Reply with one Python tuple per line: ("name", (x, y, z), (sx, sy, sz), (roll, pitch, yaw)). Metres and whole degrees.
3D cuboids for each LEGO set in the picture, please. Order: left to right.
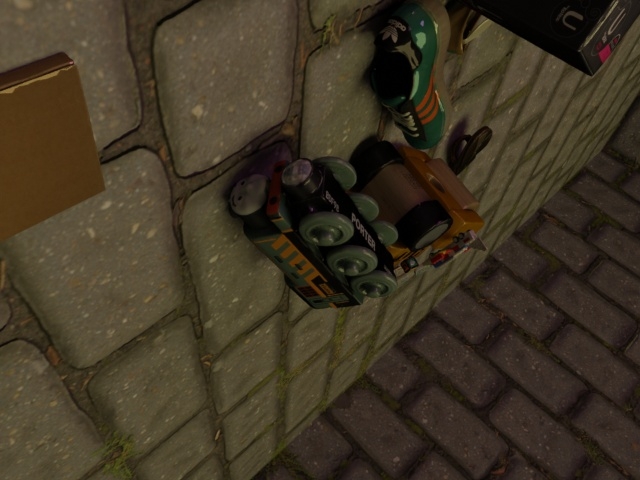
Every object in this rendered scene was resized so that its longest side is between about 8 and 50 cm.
("LEGO set", (0.209, 0.051, 1.099), (0.182, 0.060, 0.244), (-29, 166, 2))

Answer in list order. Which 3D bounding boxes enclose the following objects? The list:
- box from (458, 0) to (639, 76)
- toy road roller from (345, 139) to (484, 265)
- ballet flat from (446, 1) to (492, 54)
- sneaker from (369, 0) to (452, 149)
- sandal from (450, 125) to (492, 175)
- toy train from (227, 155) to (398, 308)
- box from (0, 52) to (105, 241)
("box", (0.295, -0.366, 0.804), (0.165, 0.270, 0.143), (-5, 131, -59))
("toy road roller", (0.149, -0.042, 1.161), (0.240, 0.202, 0.329), (-45, 159, 28))
("ballet flat", (0.279, -0.407, 0.965), (0.232, 0.073, 0.080), (-53, 158, 9))
("sneaker", (0.136, -0.241, 0.938), (0.121, 0.108, 0.302), (-42, 148, -15))
("sandal", (0.353, -0.223, 1.423), (0.090, 0.060, 0.219), (-40, 171, -6))
("toy train", (0.000, 0.000, 0.910), (0.190, 0.142, 0.334), (-12, 145, 24))
("box", (-0.300, -0.062, 0.524), (0.201, 0.021, 0.164), (-35, 154, -31))
